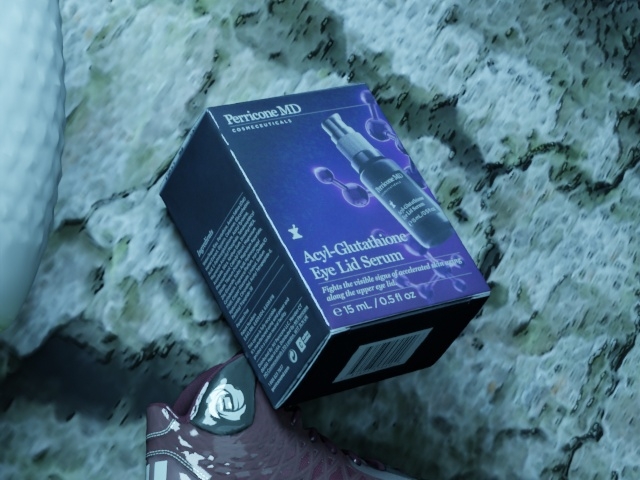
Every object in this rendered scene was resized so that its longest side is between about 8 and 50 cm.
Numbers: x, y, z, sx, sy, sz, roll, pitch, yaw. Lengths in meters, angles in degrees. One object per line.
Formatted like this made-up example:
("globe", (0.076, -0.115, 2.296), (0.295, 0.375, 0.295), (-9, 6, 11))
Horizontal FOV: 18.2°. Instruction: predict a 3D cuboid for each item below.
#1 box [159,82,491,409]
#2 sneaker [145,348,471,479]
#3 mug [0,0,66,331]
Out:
("box", (0.000, 0.000, 1.476), (0.153, 0.108, 0.207), (-14, 62, -36))
("sneaker", (-0.001, 0.150, 1.479), (0.281, 0.106, 0.162), (0, 73, -25))
("mug", (-0.349, -0.090, 1.292), (0.374, 0.276, 0.328), (-6, 83, -15))
